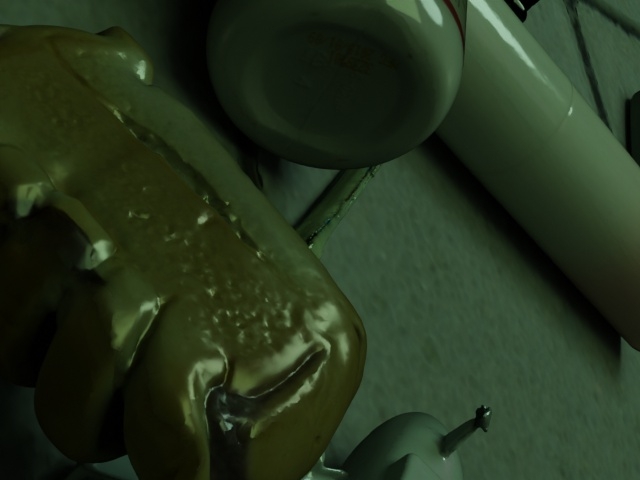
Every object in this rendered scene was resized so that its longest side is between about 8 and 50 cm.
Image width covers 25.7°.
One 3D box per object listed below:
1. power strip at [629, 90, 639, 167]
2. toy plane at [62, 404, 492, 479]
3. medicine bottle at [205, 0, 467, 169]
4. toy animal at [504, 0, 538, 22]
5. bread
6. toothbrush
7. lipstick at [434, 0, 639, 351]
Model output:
[{"bbox_3d":[0.369,-0.050,1.272,0.265,0.059,0.194,43,37,-29],"label":"power strip"},{"bbox_3d":[0.021,0.143,0.580,0.251,0.101,0.255,46,34,-7],"label":"toy plane"},{"bbox_3d":[0.017,-0.163,0.767,0.131,0.131,0.250,42,38,-31],"label":"medicine bottle"},{"bbox_3d":[0.116,-0.156,0.946,0.220,0.108,0.062,46,62,-11],"label":"toy animal"},{"bbox_3d":[-0.081,0.004,0.516,0.225,0.081,0.134,48,38,15],"label":"bread"},{"bbox_3d":[-0.002,-0.005,0.726,0.294,0.026,0.028,-60,137,-53],"label":"toothbrush"},{"bbox_3d":[0.151,-0.052,0.925,0.327,0.087,0.087,44,36,-29],"label":"lipstick"}]
